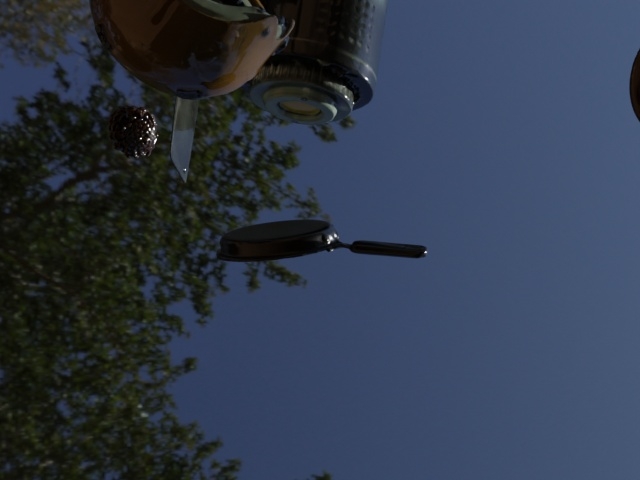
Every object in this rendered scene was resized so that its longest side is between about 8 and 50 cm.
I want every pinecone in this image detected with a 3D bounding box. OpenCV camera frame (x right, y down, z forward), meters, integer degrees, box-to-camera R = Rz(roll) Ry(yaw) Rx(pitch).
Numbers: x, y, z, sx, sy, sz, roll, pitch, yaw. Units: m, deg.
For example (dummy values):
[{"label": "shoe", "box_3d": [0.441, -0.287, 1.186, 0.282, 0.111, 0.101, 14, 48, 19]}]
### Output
[{"label": "pinecone", "box_3d": [-0.274, -0.160, 1.383, 0.083, 0.077, 0.077, 26, -88, 40]}]

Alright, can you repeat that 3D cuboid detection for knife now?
[{"label": "knife", "box_3d": [-0.157, -0.192, 1.162, 0.019, 0.072, 0.245, -1, -119, 9]}]

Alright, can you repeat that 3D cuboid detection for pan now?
[{"label": "pan", "box_3d": [0.000, 0.000, 1.018, 0.235, 0.136, 0.028, 1, -77, 21]}]

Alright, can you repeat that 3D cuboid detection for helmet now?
[{"label": "helmet", "box_3d": [-0.136, -0.211, 0.910, 0.198, 0.224, 0.130, 35, -78, -14]}]

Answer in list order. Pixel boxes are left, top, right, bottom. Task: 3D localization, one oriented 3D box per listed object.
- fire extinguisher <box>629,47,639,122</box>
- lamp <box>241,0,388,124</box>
[{"label": "fire extinguisher", "box_3d": [0.449, -0.138, 0.872, 0.138, 0.344, 0.102, 38, -54, 51]}, {"label": "lamp", "box_3d": [-0.001, -0.303, 1.370, 0.205, 0.374, 0.272, -11, -95, 56]}]
